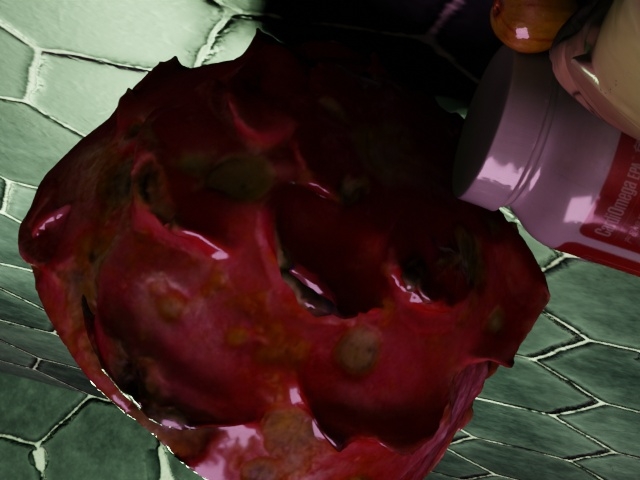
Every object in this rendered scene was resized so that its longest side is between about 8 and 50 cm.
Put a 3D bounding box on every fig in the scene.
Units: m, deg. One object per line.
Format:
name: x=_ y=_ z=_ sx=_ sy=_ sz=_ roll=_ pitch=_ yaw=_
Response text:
fig: x=0.143 y=-0.135 z=0.868 sx=0.083 sy=0.050 sz=0.050 roll=11 pitch=166 yaw=-21

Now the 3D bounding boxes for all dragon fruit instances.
dragon fruit: x=0.000 y=0.000 z=1.007 sx=0.386 sy=0.371 sz=0.249 roll=22 pitch=123 yaw=-29

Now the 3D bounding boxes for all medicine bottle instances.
medicine bottle: x=0.220 y=-0.040 z=0.921 sx=0.250 sy=0.131 sz=0.131 roll=18 pitch=163 yaw=-7

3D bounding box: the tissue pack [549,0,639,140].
tissue pack: x=0.294 y=-0.077 z=0.570 sx=0.376 sy=0.195 sz=0.390 roll=11 pitch=-176 yaw=4
